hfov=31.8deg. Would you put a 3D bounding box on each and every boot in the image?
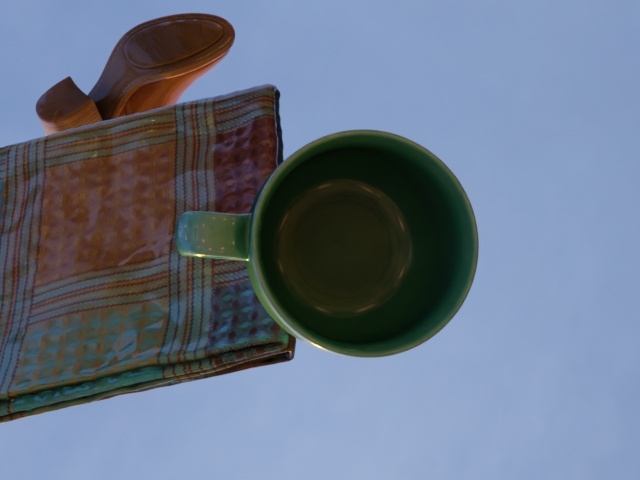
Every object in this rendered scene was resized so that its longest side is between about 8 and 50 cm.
[{"bbox_3d":[-0.221,-0.160,1.492,0.283,0.109,0.220,-36,-32,-13],"label":"boot"}]

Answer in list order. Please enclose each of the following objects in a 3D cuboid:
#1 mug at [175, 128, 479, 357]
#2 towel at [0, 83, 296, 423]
[{"bbox_3d":[0.008,-0.005,0.669,0.157,0.097,0.129,37,-96,-5],"label":"mug"},{"bbox_3d":[-0.204,0.013,0.865,0.040,0.370,0.272,64,-164,-51],"label":"towel"}]
